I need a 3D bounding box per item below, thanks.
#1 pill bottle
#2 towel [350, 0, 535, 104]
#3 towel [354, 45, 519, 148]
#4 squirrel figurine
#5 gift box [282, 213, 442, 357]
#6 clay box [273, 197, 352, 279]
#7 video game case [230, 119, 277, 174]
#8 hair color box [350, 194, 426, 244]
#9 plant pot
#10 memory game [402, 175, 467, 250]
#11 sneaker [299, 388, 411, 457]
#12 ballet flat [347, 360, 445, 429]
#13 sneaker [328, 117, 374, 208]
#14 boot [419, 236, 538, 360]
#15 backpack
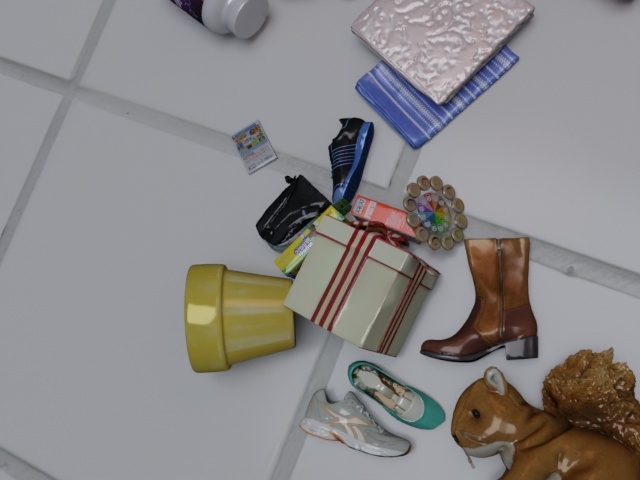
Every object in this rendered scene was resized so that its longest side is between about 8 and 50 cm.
[{"bbox_3d":[-0.294,-0.669,1.905,0.323,0.181,0.181,39,92,19],"label":"pill bottle"},{"bbox_3d":[0.293,-0.534,1.749,0.332,0.053,0.317,-44,75,2],"label":"towel"},{"bbox_3d":[0.277,-0.413,1.771,0.336,0.040,0.243,-42,73,5],"label":"towel"},{"bbox_3d":[0.478,0.399,1.478,0.397,0.281,0.370,-40,61,-9],"label":"squirrel figurine"},{"bbox_3d":[0.120,0.100,1.611,0.276,0.255,0.258,25,89,24],"label":"gift box"},{"bbox_3d":[0.000,0.000,1.724,0.222,0.127,0.053,-44,72,5],"label":"clay box"},{"bbox_3d":[-0.174,-0.243,1.880,0.087,0.011,0.122,-29,74,9],"label":"video game case"},{"bbox_3d":[0.162,-0.049,1.706,0.167,0.093,0.053,20,85,18],"label":"hair color box"},{"bbox_3d":[-0.180,0.176,1.695,0.239,0.254,0.254,-4,78,-1],"label":"plant pot"},{"bbox_3d":[0.265,-0.064,1.655,0.012,0.186,0.186,-29,67,55],"label":"memory game"},{"bbox_3d":[0.085,0.411,1.642,0.263,0.099,0.121,14,79,17],"label":"sneaker"},{"bbox_3d":[0.162,0.352,1.633,0.247,0.087,0.083,29,88,18],"label":"ballet flat"},{"bbox_3d":[0.057,-0.193,1.774,0.091,0.081,0.232,15,77,21],"label":"sneaker"},{"bbox_3d":[0.347,0.129,1.619,0.264,0.096,0.280,-7,77,15],"label":"boot"},{"bbox_3d":[-0.063,-0.051,1.758,0.182,0.115,0.152,-46,56,0],"label":"backpack"}]
